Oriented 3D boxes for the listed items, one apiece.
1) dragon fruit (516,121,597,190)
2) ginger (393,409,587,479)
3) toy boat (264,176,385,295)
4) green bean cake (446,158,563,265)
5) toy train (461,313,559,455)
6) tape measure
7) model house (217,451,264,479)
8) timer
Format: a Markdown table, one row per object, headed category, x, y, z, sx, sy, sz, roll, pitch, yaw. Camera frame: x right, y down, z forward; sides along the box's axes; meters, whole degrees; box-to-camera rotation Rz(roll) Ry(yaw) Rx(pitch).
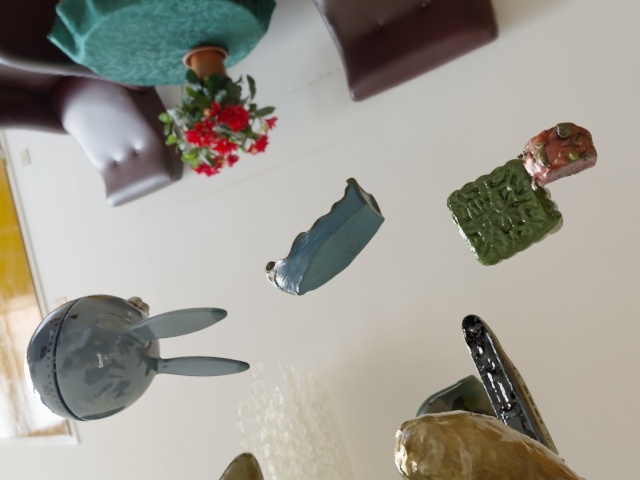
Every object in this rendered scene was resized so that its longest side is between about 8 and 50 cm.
| category | x | y | z | sx | sy | sz | roll | pitch | yaw |
| --- | --- | --- | --- | --- | --- | --- | --- | --- | --- |
| dragon fruit | 0.483 | -0.179 | 0.954 | 0.147 | 0.102 | 0.096 | -19 | 163 | 12 |
| ginger | 0.243 | 0.253 | 0.248 | 0.348 | 0.122 | 0.363 | 33 | 174 | -32 |
| toy boat | 0.000 | 0.000 | 0.638 | 0.185 | 0.077 | 0.075 | -49 | 139 | 11 |
| green bean cake | 0.479 | -0.074 | 1.235 | 0.248 | 0.222 | 0.125 | -32 | 164 | 25 |
| toy train | 0.290 | 0.225 | 0.749 | 0.051 | 0.234 | 0.052 | 9 | 143 | -42 |
| tape measure | 0.359 | 0.492 | 1.185 | 0.262 | 0.138 | 0.259 | -14 | -145 | -16 |
| model house | -0.082 | 0.256 | 0.232 | 0.267 | 0.325 | 0.194 | -5 | 136 | 13 |
| timer | -0.244 | 0.130 | 0.622 | 0.255 | 0.175 | 0.175 | -23 | 180 | -11 |
